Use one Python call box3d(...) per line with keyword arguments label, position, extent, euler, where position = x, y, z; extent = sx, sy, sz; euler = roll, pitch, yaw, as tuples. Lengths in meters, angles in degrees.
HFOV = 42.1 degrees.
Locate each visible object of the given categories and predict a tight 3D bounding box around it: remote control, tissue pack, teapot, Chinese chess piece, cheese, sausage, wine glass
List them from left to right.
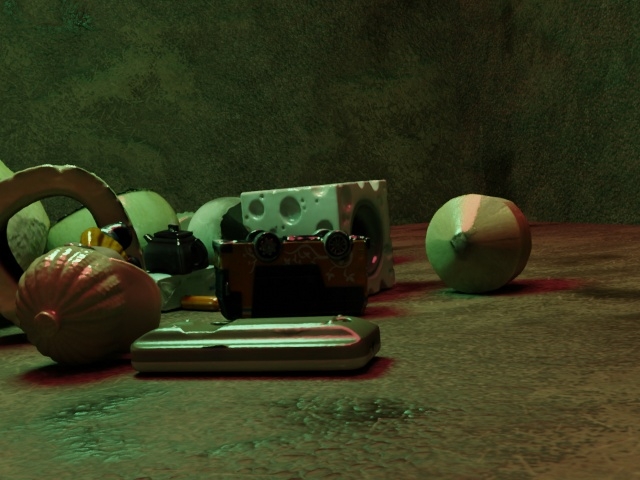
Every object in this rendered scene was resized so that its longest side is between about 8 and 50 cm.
box3d(label="cheese", position=(-0.481, 0.028, 1.539), extent=(0.292, 0.332, 0.153), euler=(-32, 9, -10))
box3d(label="Chinese chess piece", position=(-0.507, 0.009, 1.996), extent=(0.349, 0.146, 0.349), euler=(-26, -9, -4))
box3d(label="tissue pack", position=(-0.356, 0.100, 1.853), extent=(0.177, 0.089, 0.263), euler=(-12, 10, -41))
box3d(label="teapot", position=(-0.308, 0.014, 1.759), extent=(0.177, 0.096, 0.087), euler=(6, 13, 34))
box3d(label="sausage", position=(-0.239, 0.128, 1.708), extent=(0.107, 0.031, 0.031), euler=(-2, 4, 36))
box3d(label="wine glass", position=(-0.265, 0.002, 2.192), extent=(0.238, 0.238, 0.323), euler=(-7, -6, -36))
box3d(label="remote control", position=(-0.090, 0.140, 1.141), extent=(0.335, 0.066, 0.128), euler=(-4, 6, 17))

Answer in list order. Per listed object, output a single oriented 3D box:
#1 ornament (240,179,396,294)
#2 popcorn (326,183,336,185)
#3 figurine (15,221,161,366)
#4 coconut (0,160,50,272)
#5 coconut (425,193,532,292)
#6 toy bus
box3d(label="ornament", position=(0.000, 0.000, 1.787), extent=(0.239, 0.239, 0.239), euler=(-2, 5, 29))
box3d(label="popcorn", position=(0.051, -0.038, 2.323), extent=(0.292, 0.237, 0.293), euler=(-2, 1, 0))
box3d(label="figurine", position=(-0.372, 0.077, 1.316), extent=(0.204, 0.185, 0.332), euler=(-19, 17, -14))
box3d(label="coconut", position=(-0.761, 0.008, 1.758), extent=(0.404, 0.405, 0.404), euler=(-4, 4, 0))
box3d(label="coconut", position=(0.323, 0.005, 1.698), extent=(0.202, 0.202, 0.222), euler=(-2, 3, 29))
box3d(label="toy bus", position=(-0.058, 0.063, 1.519), extent=(0.275, 0.167, 0.138), euler=(0, 3, -13))
